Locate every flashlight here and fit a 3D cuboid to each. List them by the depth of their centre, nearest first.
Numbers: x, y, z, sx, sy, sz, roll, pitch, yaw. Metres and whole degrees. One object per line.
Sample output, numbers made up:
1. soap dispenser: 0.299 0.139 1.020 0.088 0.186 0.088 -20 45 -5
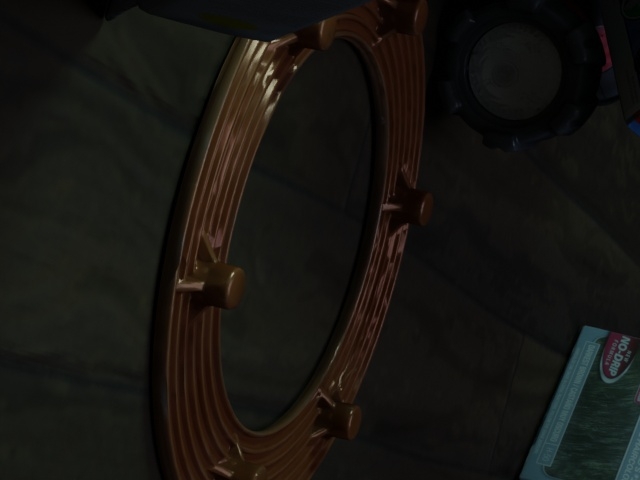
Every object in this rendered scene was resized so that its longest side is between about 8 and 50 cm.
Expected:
1. flashlight: 0.169 -0.122 1.343 0.103 0.103 0.304 -55 167 17

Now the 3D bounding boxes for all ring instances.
1. ring: 0.000 0.000 1.063 0.336 0.032 0.336 13 90 -69

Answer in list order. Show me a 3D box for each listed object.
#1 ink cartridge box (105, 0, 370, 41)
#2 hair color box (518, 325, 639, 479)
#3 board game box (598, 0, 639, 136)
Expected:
1. ink cartridge box: 0.015 -0.223 0.676 0.307 0.072 0.303 -175 -80 -77
2. hair color box: 0.272 0.276 1.853 0.374 0.114 0.185 82 29 -47
3. board game box: 0.312 -0.229 1.231 0.086 0.302 0.308 37 33 -32
